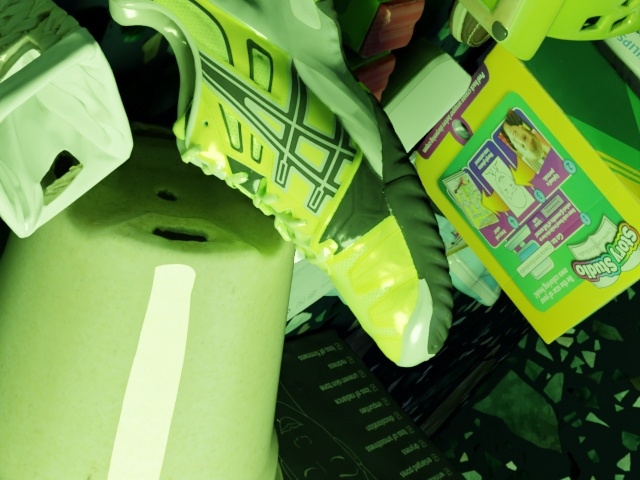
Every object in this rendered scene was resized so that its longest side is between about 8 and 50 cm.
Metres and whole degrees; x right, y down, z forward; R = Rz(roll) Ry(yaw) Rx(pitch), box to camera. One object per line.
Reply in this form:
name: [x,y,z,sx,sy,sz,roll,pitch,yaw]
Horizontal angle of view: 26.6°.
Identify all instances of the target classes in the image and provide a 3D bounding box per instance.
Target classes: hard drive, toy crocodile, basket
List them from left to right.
basket: [-0.212,-0.097,0.937,0.113,0.103,0.167,-39,162,-13]
toy crocodile: [0.034,-0.187,1.119,0.115,0.105,0.340,-27,150,-43]
hard drive: [0.045,-0.104,1.370,0.233,0.047,0.353,-46,-174,8]

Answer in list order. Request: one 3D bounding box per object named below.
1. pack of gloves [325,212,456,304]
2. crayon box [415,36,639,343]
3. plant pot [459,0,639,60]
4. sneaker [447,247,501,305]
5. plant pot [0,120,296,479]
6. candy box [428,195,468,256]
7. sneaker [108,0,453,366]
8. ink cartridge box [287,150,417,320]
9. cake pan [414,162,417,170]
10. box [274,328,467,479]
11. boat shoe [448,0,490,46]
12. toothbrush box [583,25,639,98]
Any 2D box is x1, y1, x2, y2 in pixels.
pack of gloves: [0.081,0.013,1.935,0.195,0.046,0.232,-47,143,17]
crayon box: [0.289,-0.069,1.679,0.106,0.313,0.363,-35,172,-24]
plant pot: [0.206,-0.308,1.199,0.207,0.228,0.227,-26,157,-30]
sneaker: [0.306,-0.003,2.299,0.208,0.127,0.319,-45,164,8]
plant pot: [-0.156,0.080,1.153,0.334,0.334,0.305,-22,137,-50]
candy box: [0.224,-0.072,2.036,0.159,0.071,0.233,-24,155,-45]
sneaker: [-0.027,-0.069,1.028,0.147,0.385,0.145,-28,-178,-11]
ink cartridge box: [0.000,0.000,1.561,0.223,0.045,0.224,-34,160,-29]
cake pan: [-0.002,-0.011,1.700,0.293,0.054,0.293,-39,163,-15]
box: [-0.020,0.418,1.960,0.297,0.472,0.480,-51,161,21]
boat shoe: [0.239,-0.303,1.486,0.095,0.095,0.257,-22,152,-51]
toothbrush box: [0.421,-0.331,1.646,0.283,0.206,0.122,-43,164,-6]
